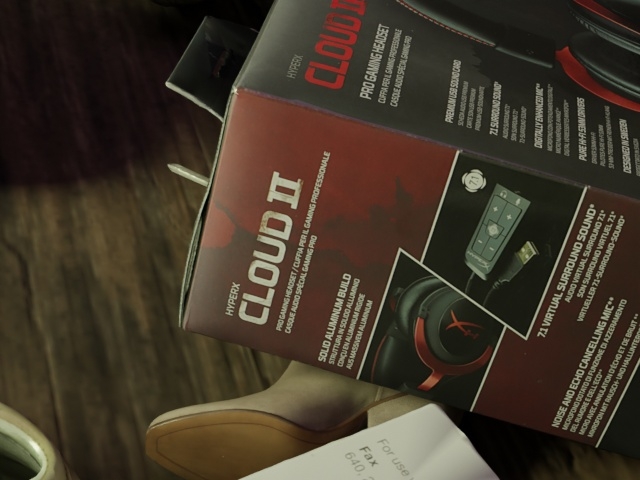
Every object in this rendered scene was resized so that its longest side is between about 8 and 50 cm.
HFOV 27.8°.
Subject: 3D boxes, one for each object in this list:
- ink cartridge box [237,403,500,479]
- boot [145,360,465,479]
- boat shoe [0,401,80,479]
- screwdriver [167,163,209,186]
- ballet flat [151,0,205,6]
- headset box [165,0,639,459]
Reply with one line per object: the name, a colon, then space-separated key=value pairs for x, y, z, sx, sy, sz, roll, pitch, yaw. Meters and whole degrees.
ink cartridge box: x=-0.039 y=0.138 z=0.314 sx=0.190 sy=0.140 sz=0.082 roll=-16 pitch=47 yaw=-28
boot: x=-0.002 y=0.060 z=0.501 sx=0.118 sy=0.042 sz=0.087 roll=10 pitch=33 yaw=-1
boat shoe: x=-0.211 y=0.064 z=0.397 sx=0.302 sy=0.103 sz=0.113 roll=11 pitch=39 yaw=2
screwdriver: x=0.000 y=0.000 z=0.585 sx=0.169 sy=0.024 sz=0.025 roll=19 pitch=69 yaw=16
ballet flat: x=-0.110 y=-0.252 z=0.804 sx=0.123 sy=0.123 sz=0.349 roll=-7 pitch=42 yaw=-19
headset box: x=0.084 y=-0.032 z=0.533 sx=0.293 sy=0.110 sz=0.218 roll=16 pitch=32 yaw=0
